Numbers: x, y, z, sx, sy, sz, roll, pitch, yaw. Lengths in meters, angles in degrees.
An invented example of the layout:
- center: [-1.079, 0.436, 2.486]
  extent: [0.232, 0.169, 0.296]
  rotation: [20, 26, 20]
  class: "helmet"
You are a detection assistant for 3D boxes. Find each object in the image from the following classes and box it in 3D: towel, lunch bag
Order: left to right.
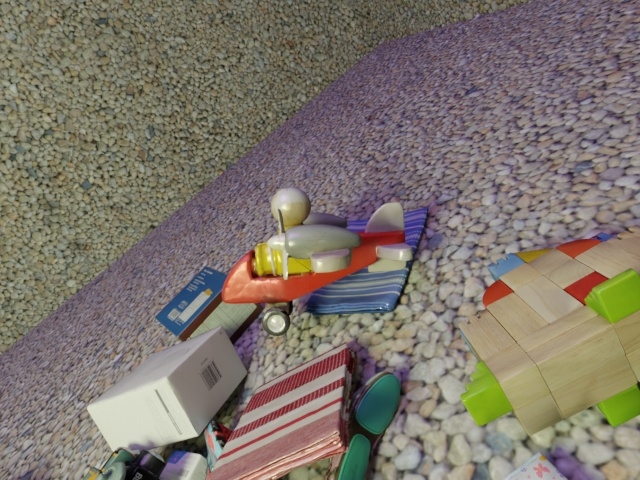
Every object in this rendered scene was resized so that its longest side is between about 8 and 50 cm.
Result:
- center: [-0.051, 0.295, 0.738]
  extent: [0.237, 0.037, 0.329]
  rotation: [-29, 4, 10]
  class: "towel"
- center: [0.116, 0.046, 1.058]
  extent: [0.244, 0.040, 0.335]
  rotation: [-10, 38, 38]
  class: "towel"
- center: [0.253, 0.306, 0.503]
  extent: [0.083, 0.053, 0.071]
  rotation: [-31, 29, -10]
  class: "lunch bag"

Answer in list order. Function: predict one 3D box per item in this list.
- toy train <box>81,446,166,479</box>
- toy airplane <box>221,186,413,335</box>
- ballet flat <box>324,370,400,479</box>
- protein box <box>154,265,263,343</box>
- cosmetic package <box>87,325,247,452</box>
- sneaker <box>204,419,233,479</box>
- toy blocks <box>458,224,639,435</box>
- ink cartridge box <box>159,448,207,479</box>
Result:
- center: [-0.401, 0.508, 0.720]
  extent: [0.190, 0.142, 0.333]
  rotation: [-14, 35, 45]
  class: "toy train"
- center: [0.000, 0.000, 0.929]
  extent: [0.385, 0.272, 0.386]
  rotation: [-32, 8, -41]
  class: "toy airplane"
- center: [0.058, 0.311, 0.698]
  extent: [0.079, 0.077, 0.221]
  rotation: [-32, 22, 51]
  class: "ballet flat"
- center: [-0.307, 0.199, 1.183]
  extent: [0.201, 0.136, 0.200]
  rotation: [-48, 30, -22]
  class: "protein box"
- center: [-0.321, 0.324, 0.940]
  extent: [0.225, 0.138, 0.224]
  rotation: [-23, 8, 21]
  class: "cosmetic package"
- center: [-0.179, 0.424, 0.743]
  extent: [0.125, 0.104, 0.262]
  rotation: [-43, 28, -6]
  class: "sneaker"
- center: [0.349, 0.093, 0.626]
  extent: [0.382, 0.190, 0.261]
  rotation: [-31, 17, 7]
  class: "toy blocks"
- center: [-0.270, 0.473, 0.819]
  extent: [0.089, 0.052, 0.122]
  rotation: [-12, 36, 37]
  class: "ink cartridge box"
